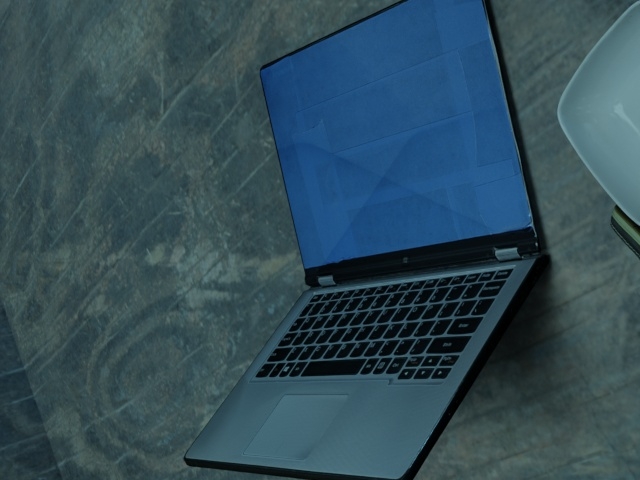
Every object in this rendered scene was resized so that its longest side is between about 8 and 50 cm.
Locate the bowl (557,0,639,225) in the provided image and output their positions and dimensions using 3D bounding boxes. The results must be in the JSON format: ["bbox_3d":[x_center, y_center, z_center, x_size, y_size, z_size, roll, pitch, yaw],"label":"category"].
[{"bbox_3d":[0.261,-0.095,0.835,0.142,0.053,0.142,58,141,23],"label":"bowl"}]

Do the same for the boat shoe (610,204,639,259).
[{"bbox_3d":[0.276,0.031,0.855,0.152,0.056,0.049,50,133,31],"label":"boat shoe"}]

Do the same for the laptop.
[{"bbox_3d":[0.000,0.000,1.085,0.236,0.408,0.382,47,151,-19],"label":"laptop"}]
